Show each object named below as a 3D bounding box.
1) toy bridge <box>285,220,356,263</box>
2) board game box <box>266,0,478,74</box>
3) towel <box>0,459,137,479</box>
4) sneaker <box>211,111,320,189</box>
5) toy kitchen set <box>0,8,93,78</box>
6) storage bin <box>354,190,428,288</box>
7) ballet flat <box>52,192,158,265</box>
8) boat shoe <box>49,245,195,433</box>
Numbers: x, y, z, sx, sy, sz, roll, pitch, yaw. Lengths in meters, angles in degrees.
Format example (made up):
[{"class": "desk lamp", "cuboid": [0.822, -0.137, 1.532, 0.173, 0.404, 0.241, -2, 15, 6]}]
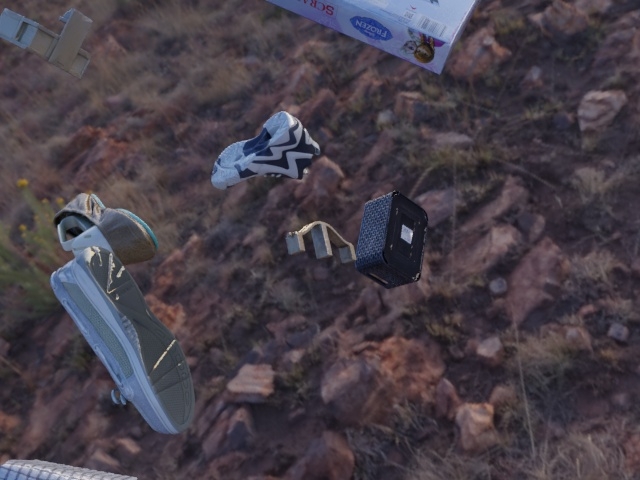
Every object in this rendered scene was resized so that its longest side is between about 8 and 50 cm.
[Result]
[{"class": "toy bridge", "cuboid": [0.000, 0.000, 1.280, 0.026, 0.188, 0.063, -20, 73, 29]}, {"class": "board game box", "cuboid": [0.112, -0.447, 1.235, 0.319, 0.066, 0.318, 26, 56, 8]}, {"class": "towel", "cuboid": [-0.479, 0.490, 1.408, 0.235, 0.283, 0.121, 13, 72, -7]}, {"class": "sneaker", "cuboid": [-0.102, -0.156, 1.556, 0.235, 0.153, 0.094, -37, 45, 22]}, {"class": "toy kitchen set", "cuboid": [-0.320, -0.247, 0.887, 0.075, 0.083, 0.068, 28, 91, 32]}, {"class": "storage bin", "cuboid": [0.156, 0.000, 1.615, 0.084, 0.122, 0.180, -19, 49, 46]}, {"class": "ballet flat", "cuboid": [-0.434, -0.011, 1.449, 0.124, 0.116, 0.342, -31, 33, -26]}, {"class": "boat shoe", "cuboid": [-0.307, 0.166, 1.175, 0.103, 0.320, 0.118, -31, 3, 22]}]
